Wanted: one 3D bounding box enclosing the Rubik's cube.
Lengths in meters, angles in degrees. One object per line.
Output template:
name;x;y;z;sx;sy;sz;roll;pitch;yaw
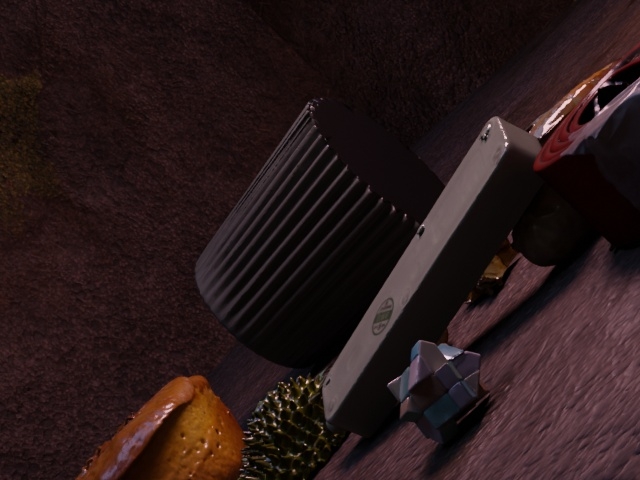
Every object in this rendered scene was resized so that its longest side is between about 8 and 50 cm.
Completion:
Rubik's cube;0.102;0.128;1.422;0.084;0.075;0.073;-59;-18;10

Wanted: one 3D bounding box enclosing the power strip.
power strip;0.108;0.052;1.679;0.385;0.062;0.091;-59;17;22

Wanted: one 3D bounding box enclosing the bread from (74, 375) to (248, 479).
bread;-0.218;0.321;2.131;0.312;0.172;0.312;-50;-3;-4

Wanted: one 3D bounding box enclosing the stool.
stool;0.000;0.000;2.494;0.330;0.297;0.297;-49;2;20

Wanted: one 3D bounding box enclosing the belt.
belt;0.306;-0.104;1.470;0.227;0.115;0.324;-47;2;9

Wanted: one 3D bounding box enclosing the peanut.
peanut;0.263;-0.057;1.662;0.214;0.099;0.099;-41;0;-36

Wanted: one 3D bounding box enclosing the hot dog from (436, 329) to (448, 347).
hot dog;0.085;0.120;1.890;0.088;0.061;0.286;-58;5;-13

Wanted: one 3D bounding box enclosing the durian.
durian;-0.037;0.222;1.868;0.221;0.095;0.137;-55;7;-28

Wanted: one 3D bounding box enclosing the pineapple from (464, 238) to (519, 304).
pineapple;0.185;0.030;1.828;0.114;0.077;0.114;-85;4;-68

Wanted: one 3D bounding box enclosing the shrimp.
shrimp;0.338;-0.163;2.286;0.251;0.052;0.143;-38;-8;-9

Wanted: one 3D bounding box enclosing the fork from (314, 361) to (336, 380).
fork;-0.014;0.206;2.105;0.039;0.021;0.235;-46;2;35
